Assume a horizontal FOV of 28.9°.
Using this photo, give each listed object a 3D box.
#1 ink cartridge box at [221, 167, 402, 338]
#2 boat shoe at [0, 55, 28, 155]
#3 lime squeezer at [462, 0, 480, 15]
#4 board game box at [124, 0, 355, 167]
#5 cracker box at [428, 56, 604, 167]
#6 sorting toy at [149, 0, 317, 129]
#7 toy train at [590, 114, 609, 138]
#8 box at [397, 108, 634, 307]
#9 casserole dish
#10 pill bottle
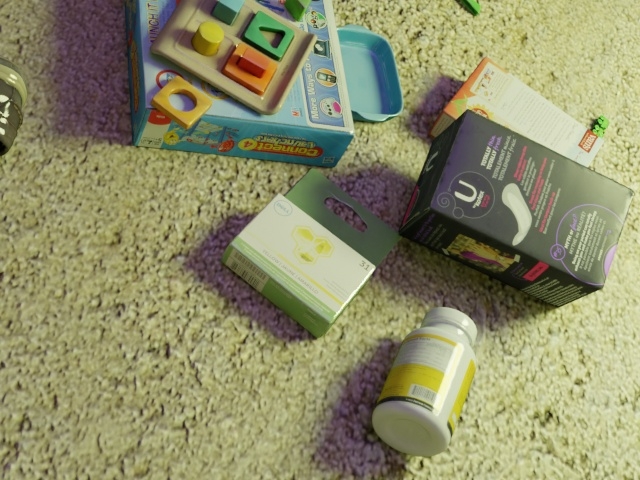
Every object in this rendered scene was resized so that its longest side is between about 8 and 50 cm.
[{"bbox_3d":[0.000,0.000,1.686,0.171,0.056,0.235,38,53,5],"label":"ink cartridge box"},{"bbox_3d":[-0.539,-0.177,1.524,0.355,0.132,0.130,4,56,-19],"label":"boat shoe"},{"bbox_3d":[0.135,-0.482,2.089,0.310,0.059,0.110,21,82,-11],"label":"lime squeezer"},{"bbox_3d":[-0.122,-0.265,1.794,0.302,0.086,0.308,5,56,-20],"label":"board game box"},{"bbox_3d":[0.303,-0.159,1.918,0.232,0.067,0.156,36,52,4],"label":"cracker box"},{"bbox_3d":[-0.114,-0.280,1.721,0.196,0.047,0.348,27,51,-4],"label":"sorting toy"},{"bbox_3d":[0.451,-0.174,2.026,0.023,0.017,0.083,39,50,-8],"label":"toy train"},{"bbox_3d":[0.272,-0.040,1.743,0.270,0.143,0.165,25,71,-8],"label":"box"},{"bbox_3d":[0.062,-0.248,1.895,0.114,0.037,0.188,5,55,-20],"label":"casserole dish"},{"bbox_3d":[0.140,0.177,1.591,0.103,0.103,0.184,29,51,-2],"label":"pill bottle"}]
